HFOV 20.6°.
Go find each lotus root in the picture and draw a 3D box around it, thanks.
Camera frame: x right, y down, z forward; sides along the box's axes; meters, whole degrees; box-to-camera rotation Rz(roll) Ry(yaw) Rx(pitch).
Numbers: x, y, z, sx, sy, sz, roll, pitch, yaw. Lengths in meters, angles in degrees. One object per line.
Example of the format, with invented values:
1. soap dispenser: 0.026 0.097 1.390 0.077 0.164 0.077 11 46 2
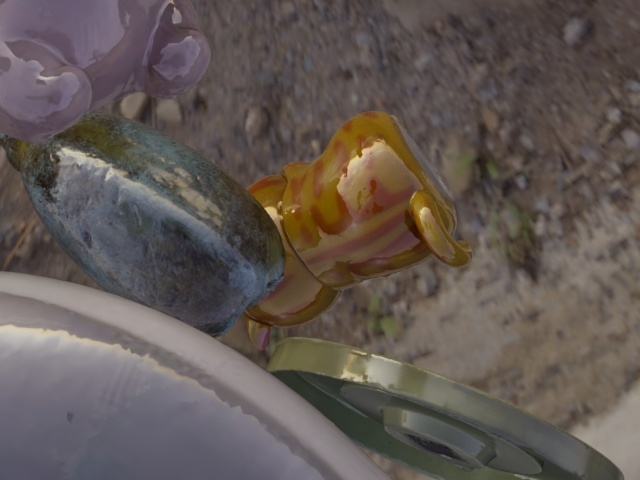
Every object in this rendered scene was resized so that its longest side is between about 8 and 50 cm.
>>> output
1. lotus root: -0.182 -0.036 1.656 0.322 0.140 0.158 36 78 9

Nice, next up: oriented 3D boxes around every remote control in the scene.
1. remote control: -0.022 0.142 0.460 0.332 0.103 0.221 45 129 -7

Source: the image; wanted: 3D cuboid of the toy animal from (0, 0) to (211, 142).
1. toy animal: -0.096 -0.149 0.647 0.124 0.124 0.212 3 121 -5

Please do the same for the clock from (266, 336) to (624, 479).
1. clock: 0.075 0.120 1.103 0.235 0.235 0.029 25 77 -11

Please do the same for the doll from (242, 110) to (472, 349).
1. doll: 0.012 -0.013 1.776 0.270 0.162 0.166 -28 110 28
